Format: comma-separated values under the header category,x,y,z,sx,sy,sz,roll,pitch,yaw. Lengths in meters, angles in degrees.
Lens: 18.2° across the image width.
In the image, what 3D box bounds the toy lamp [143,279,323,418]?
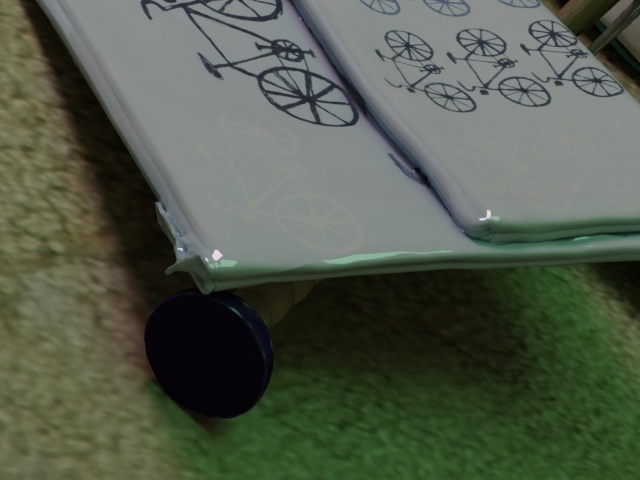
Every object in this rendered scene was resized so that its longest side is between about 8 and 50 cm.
category,x,y,z,sx,sy,sz,roll,pitch,yaw
toy lamp,0.000,0.000,1.097,0.080,0.080,0.274,43,35,3

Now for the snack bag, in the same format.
category,x,y,z,sx,sy,sz,roll,pitch,yaw
snack bag,0.023,-0.089,1.136,0.342,0.037,0.323,-4,39,-28

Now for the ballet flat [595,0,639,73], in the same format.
category,x,y,z,sx,sy,sz,roll,pitch,yaw
ballet flat,0.215,-0.304,1.535,0.139,0.139,0.400,-10,66,-47

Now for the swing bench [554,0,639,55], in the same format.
category,x,y,z,sx,sy,sz,roll,pitch,yaw
swing bench,0.278,-0.093,1.345,0.253,0.254,0.165,46,-2,6
